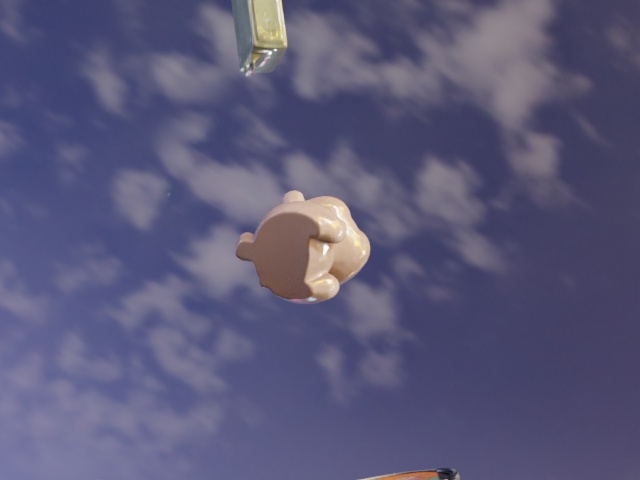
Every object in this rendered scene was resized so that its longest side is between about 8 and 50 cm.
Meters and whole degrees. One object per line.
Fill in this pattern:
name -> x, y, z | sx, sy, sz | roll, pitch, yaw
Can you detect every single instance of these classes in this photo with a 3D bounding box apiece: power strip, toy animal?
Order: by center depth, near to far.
toy animal -> 0.002, 0.000, 0.956 | 0.124, 0.212, 0.124 | 2, -83, 19
power strip -> -0.088, -0.343, 1.149 | 0.052, 0.272, 0.078 | -3, -18, -21

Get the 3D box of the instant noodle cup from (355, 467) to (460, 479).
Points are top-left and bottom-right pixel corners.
instant noodle cup -> 0.095, 0.358, 1.067 | 0.177, 0.126, 0.208 | -6, -9, -26
